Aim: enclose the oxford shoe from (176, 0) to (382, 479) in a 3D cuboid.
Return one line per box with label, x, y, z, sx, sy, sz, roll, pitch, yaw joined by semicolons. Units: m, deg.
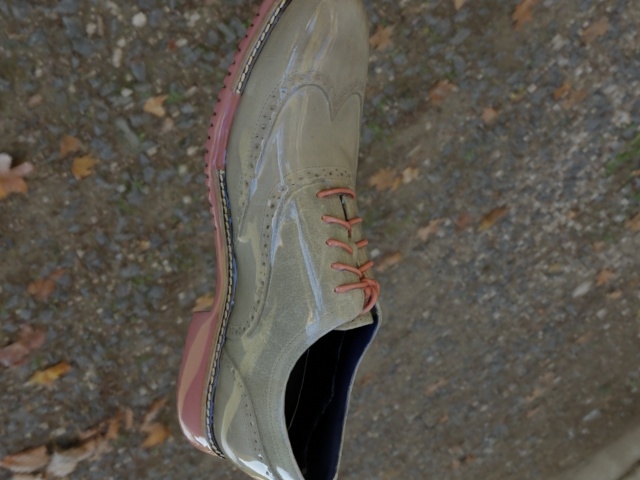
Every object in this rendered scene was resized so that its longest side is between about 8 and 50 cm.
oxford shoe;0.000;0.000;0.595;0.123;0.130;0.348;-7;110;-46
